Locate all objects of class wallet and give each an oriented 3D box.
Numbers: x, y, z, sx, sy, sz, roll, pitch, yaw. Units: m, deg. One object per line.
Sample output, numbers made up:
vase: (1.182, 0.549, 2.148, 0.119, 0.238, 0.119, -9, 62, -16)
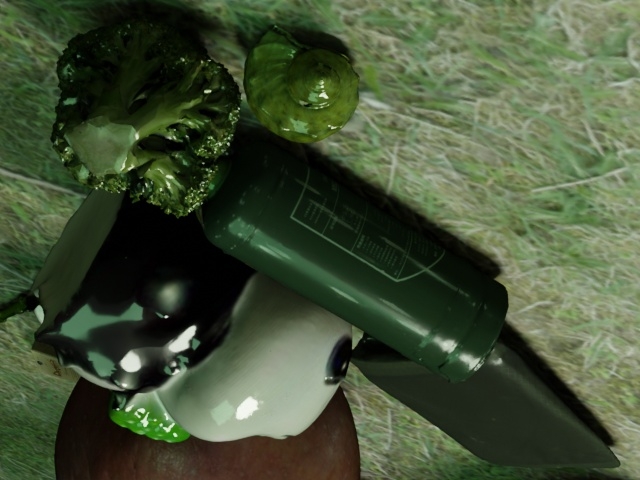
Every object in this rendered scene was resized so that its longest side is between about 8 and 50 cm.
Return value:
wallet: (0.154, 0.145, 1.733, 0.168, 0.052, 0.245, -3, 148, 40)

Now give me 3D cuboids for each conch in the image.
conch: (-0.018, -0.114, 1.395, 0.089, 0.074, 0.121, 61, 164, -5)

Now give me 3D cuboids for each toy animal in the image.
toy animal: (-0.110, 0.070, 1.623, 0.267, 0.212, 0.212, 39, 149, -19)

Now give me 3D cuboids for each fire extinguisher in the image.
fire extinguisher: (0.000, 0.000, 1.538, 0.311, 0.095, 0.114, 31, -178, -17)

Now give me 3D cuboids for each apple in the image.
apple: (-0.100, 0.204, 1.829, 0.305, 0.235, 0.306, 16, 154, 8)

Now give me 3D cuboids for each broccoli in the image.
broccoli: (-0.129, -0.094, 1.425, 0.162, 0.138, 0.146, 7, 116, 19)

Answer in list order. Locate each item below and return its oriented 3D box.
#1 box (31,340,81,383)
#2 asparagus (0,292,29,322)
box: (-0.266, 0.132, 2.056, 0.083, 0.024, 0.053, 18, 152, 12)
asparagus: (-0.323, 0.074, 1.998, 0.023, 0.022, 0.233, -13, 174, -37)
